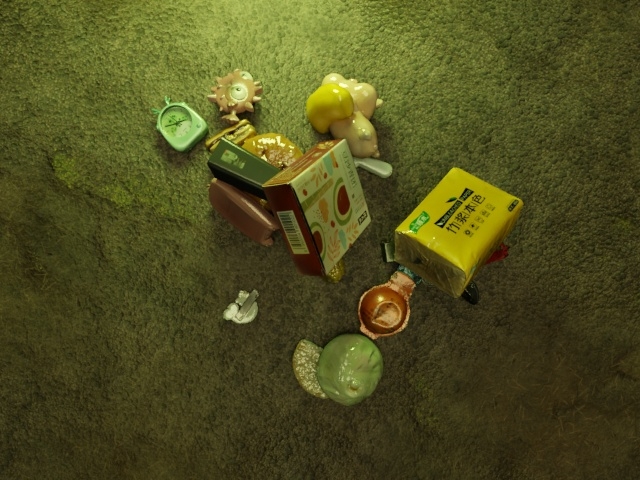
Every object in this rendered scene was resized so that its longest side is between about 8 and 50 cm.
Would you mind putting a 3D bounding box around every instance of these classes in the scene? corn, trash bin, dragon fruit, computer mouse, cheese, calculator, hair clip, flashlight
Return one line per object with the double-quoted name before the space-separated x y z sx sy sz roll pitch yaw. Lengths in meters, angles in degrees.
"corn" 0.000 0.000 1.695 0.120 0.120 0.363 -19 91 -1
"trash bin" -0.253 -0.233 1.493 0.225 0.165 0.115 28 79 1
"dragon fruit" 0.636 0.024 1.709 0.208 0.133 0.150 26 52 25
"computer mouse" 0.574 0.172 1.720 0.062 0.106 0.192 -36 93 -5
"cheese" 0.276 0.240 1.703 0.217 0.129 0.329 33 90 -3
"calculator" -0.305 -0.107 1.642 0.330 0.220 0.048 37 60 2
"hair clip" -0.304 0.269 1.730 0.116 0.049 0.172 35 93 2
"flashlight" 0.191 -0.306 1.724 0.200 0.047 0.093 21 84 -5

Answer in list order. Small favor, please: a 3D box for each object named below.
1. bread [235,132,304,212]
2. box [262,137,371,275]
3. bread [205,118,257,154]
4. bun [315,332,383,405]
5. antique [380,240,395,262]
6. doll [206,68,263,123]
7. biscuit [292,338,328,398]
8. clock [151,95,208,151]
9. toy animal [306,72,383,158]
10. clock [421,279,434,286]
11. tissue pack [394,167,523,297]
"bread" -0.189 -0.249 1.659 0.312 0.172 0.312 0 90 3
"box" 0.008 -0.123 1.515 0.122 0.385 0.344 -2 120 35
"bread" -0.340 -0.384 1.672 0.200 0.116 0.077 -30 86 0
"bun" 0.129 0.504 1.658 0.283 0.179 0.283 -3 97 -22
"antique" 0.358 0.033 1.723 0.221 0.081 0.080 -9 93 -2
"doll" -0.327 -0.558 1.661 0.211 0.093 0.262 6 66 7
"biscuit" -0.013 0.517 1.749 0.188 0.040 0.265 -22 94 0
"clock" -0.558 -0.463 1.690 0.159 0.066 0.211 -42 92 0
"toy animal" 0.123 -0.495 1.606 0.345 0.277 0.247 40 73 16
"clock" 0.452 0.153 1.763 0.083 0.010 0.074 7 91 -1
"tissue pack" 0.488 -0.036 1.559 0.293 0.228 0.382 35 68 26
